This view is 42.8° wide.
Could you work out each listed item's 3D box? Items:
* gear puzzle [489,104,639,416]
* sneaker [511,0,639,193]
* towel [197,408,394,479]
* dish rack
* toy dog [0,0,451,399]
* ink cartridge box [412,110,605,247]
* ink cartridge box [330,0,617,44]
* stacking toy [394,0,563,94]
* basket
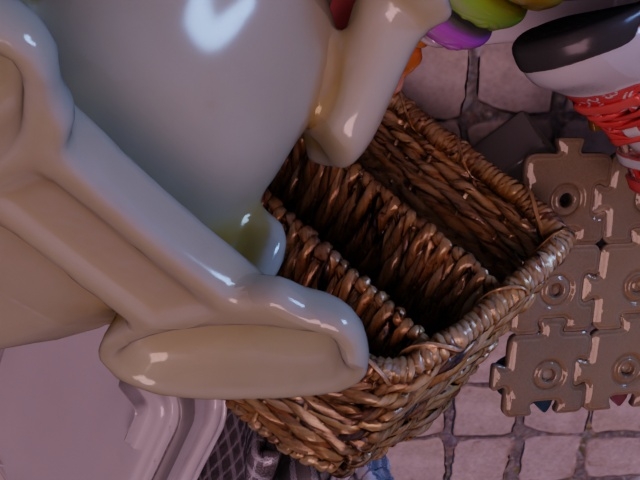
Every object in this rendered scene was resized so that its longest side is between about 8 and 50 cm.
[{"bbox_3d":[0.232,-0.009,0.714,0.176,0.044,0.338,-2,105,-13],"label":"gear puzzle"},{"bbox_3d":[0.230,-0.093,0.568,0.090,0.270,0.144,0,106,41],"label":"sneaker"},{"bbox_3d":[-0.059,0.194,0.795,0.121,0.283,0.235,25,118,-20],"label":"towel"},{"bbox_3d":[-0.243,0.175,0.807,0.072,0.285,0.332,-9,134,-49],"label":"dish rack"},{"bbox_3d":[-0.104,-0.125,0.538,0.285,0.407,0.396,38,141,-27],"label":"toy dog"},{"bbox_3d":[0.164,0.000,0.795,0.208,0.086,0.153,-37,115,19],"label":"ink cartridge box"},{"bbox_3d":[0.104,-0.300,0.627,0.261,0.066,0.296,-4,121,1],"label":"ink cartridge box"},{"bbox_3d":[0.106,-0.198,0.581,0.166,0.175,0.302,37,128,-14],"label":"stacking toy"},{"bbox_3d":[0.000,0.000,0.653,0.299,0.214,0.223,45,121,24],"label":"basket"}]
